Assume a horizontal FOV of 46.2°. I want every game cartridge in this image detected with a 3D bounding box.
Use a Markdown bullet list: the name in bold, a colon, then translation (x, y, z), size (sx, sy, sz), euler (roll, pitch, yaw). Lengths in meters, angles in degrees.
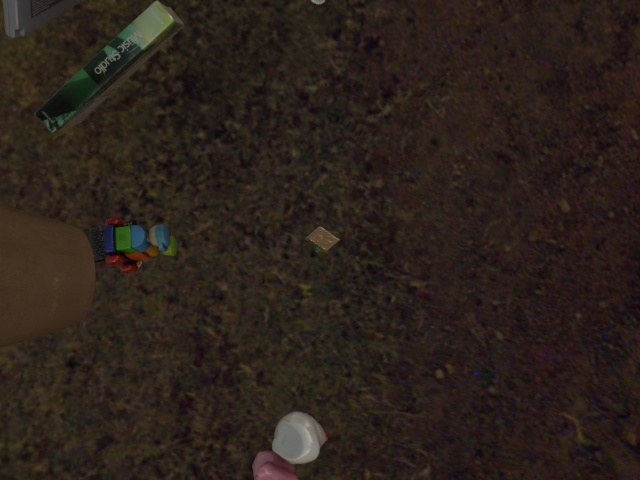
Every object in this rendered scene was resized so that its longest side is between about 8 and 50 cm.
- **game cartridge**: translation (-0.642, -0.619, 1.763), size (0.294, 0.060, 0.196), euler (-61, -6, -49)

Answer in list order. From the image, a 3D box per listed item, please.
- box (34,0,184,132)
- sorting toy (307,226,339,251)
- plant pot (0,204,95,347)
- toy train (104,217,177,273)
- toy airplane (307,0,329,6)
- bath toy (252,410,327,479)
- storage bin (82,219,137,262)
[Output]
- **box**: translation (-0.417, -0.352, 1.521), size (0.322, 0.058, 0.232), euler (-42, 14, 6)
- **sorting toy**: translation (0.000, 0.000, 1.776), size (0.083, 0.062, 0.012), euler (-41, 24, 46)
- **plant pot**: translation (-0.448, 0.048, 1.041), size (0.263, 0.229, 0.263), euler (0, 90, 48)
- **toy train**: translation (-0.402, 0.020, 1.765), size (0.143, 0.248, 0.105), euler (-7, 75, 5)
- **toy airplane**: translation (0.040, -0.706, 1.575), size (0.384, 0.272, 0.386), euler (-52, 31, 1)
- **bath toy**: translation (-0.093, 0.490, 1.510), size (0.151, 0.129, 0.348), euler (35, 105, 30)
- **storage bin**: translation (-0.543, 0.007, 1.911), size (0.180, 0.122, 0.084), euler (-14, 89, 55)
